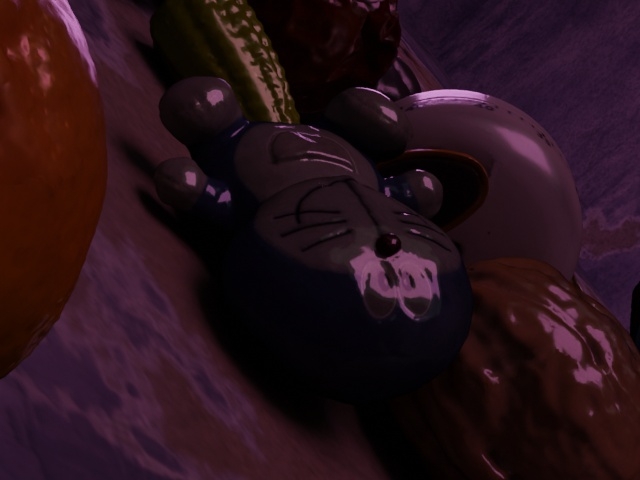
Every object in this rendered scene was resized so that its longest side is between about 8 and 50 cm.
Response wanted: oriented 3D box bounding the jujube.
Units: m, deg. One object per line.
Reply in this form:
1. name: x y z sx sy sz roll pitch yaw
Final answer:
1. jujube: -0.071 -0.280 1.506 0.342 0.216 0.216 51 10 28

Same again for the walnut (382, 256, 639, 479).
1. walnut: 0.153 0.123 1.111 0.245 0.198 0.198 56 12 -3

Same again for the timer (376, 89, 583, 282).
1. timer: 0.110 -0.020 1.295 0.233 0.233 0.240 49 15 -12

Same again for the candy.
1. candy: -0.073 -0.130 1.286 0.209 0.097 0.097 61 14 16

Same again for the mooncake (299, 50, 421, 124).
1. mooncake: 0.013 -0.214 1.762 0.245 0.133 0.245 49 19 -23

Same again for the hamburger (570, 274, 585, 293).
1. hamburger: 0.233 0.086 1.626 0.309 0.132 0.211 63 11 2

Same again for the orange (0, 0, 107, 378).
1. orange: -0.169 -0.039 0.444 0.219 0.193 0.219 57 20 -34

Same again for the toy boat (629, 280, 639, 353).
1. toy boat: 0.389 0.206 1.605 0.079 0.136 0.392 32 -40 55

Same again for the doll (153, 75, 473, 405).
1. doll: 0.000 0.000 1.029 0.228 0.154 0.258 4 30 -28
